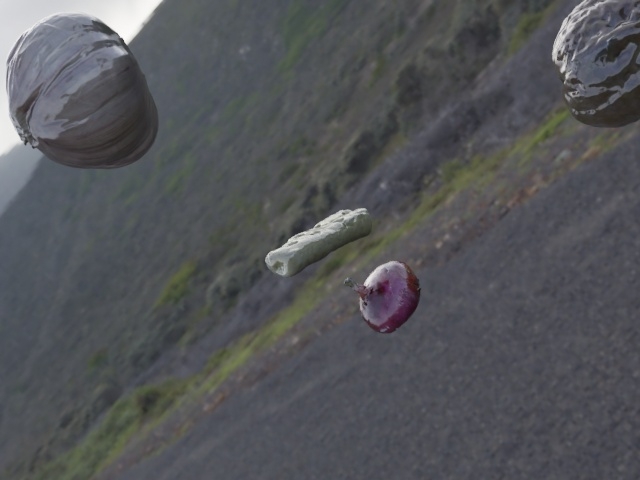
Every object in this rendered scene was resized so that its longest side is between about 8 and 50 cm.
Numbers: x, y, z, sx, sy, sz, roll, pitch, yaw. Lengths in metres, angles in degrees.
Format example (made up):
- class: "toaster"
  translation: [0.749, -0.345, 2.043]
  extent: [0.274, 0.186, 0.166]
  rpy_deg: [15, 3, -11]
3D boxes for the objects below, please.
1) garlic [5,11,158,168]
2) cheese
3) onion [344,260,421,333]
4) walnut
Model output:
- class: "garlic"
  translation: [-0.456, -0.268, 1.991]
  extent: [0.259, 0.317, 0.317]
  rpy_deg: [-32, 0, -18]
- class: "cheese"
  translation: [0.000, 0.000, 1.484]
  extent: [0.064, 0.043, 0.194]
  rpy_deg: [4, 24, 39]
- class: "onion"
  translation: [0.110, 0.100, 2.071]
  extent: [0.150, 0.140, 0.150]
  rpy_deg: [-40, 34, 35]
- class: "walnut"
  translation: [0.398, -0.244, 1.330]
  extent: [0.230, 0.178, 0.178]
  rpy_deg: [-26, 19, 39]
